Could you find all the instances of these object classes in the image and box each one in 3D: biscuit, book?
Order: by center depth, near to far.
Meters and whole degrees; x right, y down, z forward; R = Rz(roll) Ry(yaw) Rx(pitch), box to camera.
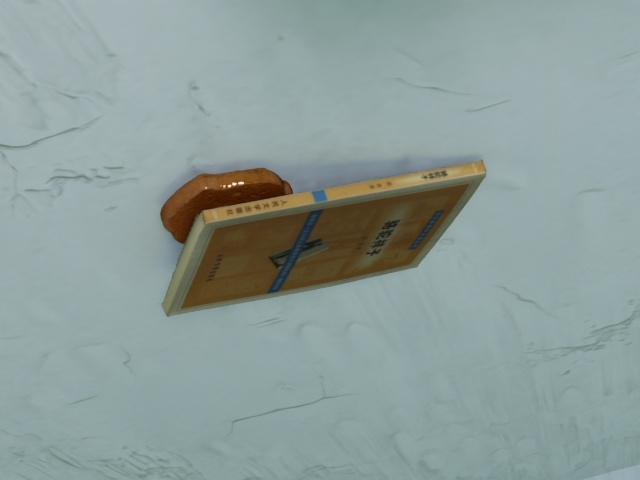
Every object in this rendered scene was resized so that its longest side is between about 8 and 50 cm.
[{"bbox_3d":[-0.066,-0.023,0.964,0.102,0.019,0.130,-27,153,20],"label":"biscuit"},{"bbox_3d":[0.000,0.001,1.012,0.242,0.018,0.170,-11,156,-23],"label":"book"}]
